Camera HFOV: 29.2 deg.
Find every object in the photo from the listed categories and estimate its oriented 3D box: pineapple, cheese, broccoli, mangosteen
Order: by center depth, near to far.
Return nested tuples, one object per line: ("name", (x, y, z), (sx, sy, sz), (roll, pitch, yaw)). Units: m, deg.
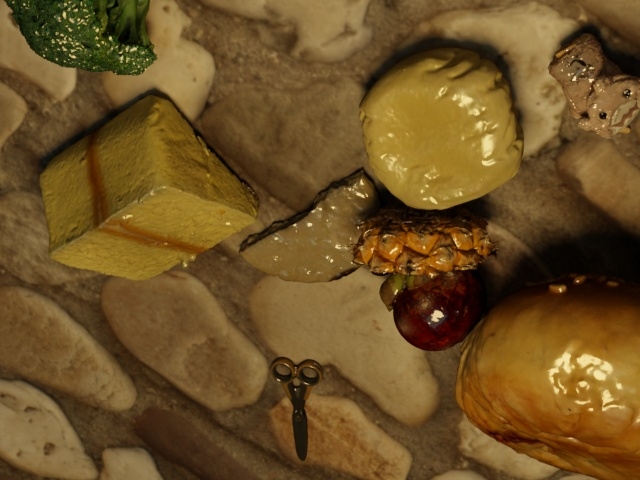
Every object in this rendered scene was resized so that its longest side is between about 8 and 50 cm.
("broccoli", (-0.278, -0.337, 1.610), (0.254, 0.269, 0.269), (51, 127, 22))
("cheese", (0.161, -0.152, 1.674), (0.226, 0.117, 0.214), (-13, 113, 25))
("pineapple", (0.144, -0.009, 1.724), (0.225, 0.225, 0.076), (-1, 108, 13))
("mangosteen", (0.152, 0.081, 1.806), (0.181, 0.145, 0.156), (33, 126, -10))

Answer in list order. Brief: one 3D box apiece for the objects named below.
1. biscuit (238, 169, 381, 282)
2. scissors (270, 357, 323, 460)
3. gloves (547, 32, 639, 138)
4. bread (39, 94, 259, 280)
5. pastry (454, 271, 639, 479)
("biscuit", (0.005, 0.001, 1.855), (0.250, 0.032, 0.133), (-32, 111, 28))
("scissors", (-0.036, 0.287, 2.063), (0.088, 0.017, 0.220), (4, 124, 9))
("gloves", (0.364, -0.200, 1.613), (0.144, 0.094, 0.110), (32, 113, 0))
("bread", (-0.255, -0.066, 1.847), (0.263, 0.198, 0.236), (-28, 146, 28))
("pastry", (0.389, 0.190, 1.720), (0.410, 0.245, 0.409), (20, 160, 8))
